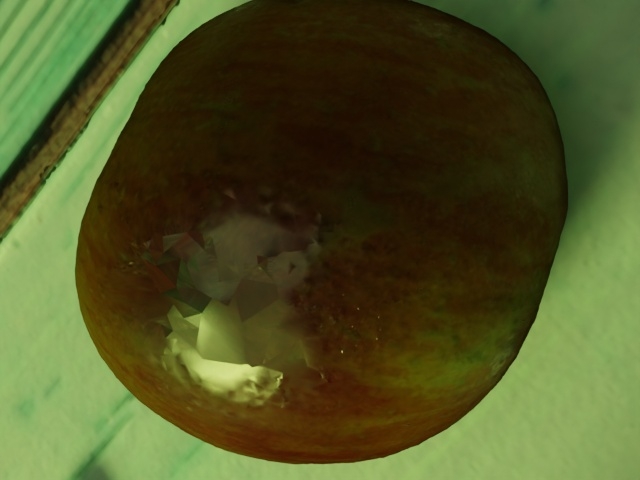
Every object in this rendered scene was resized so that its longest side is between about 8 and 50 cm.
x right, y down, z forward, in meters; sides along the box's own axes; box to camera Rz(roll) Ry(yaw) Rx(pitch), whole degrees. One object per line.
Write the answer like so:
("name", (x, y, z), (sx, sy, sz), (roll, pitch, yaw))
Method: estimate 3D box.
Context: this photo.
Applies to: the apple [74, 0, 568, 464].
("apple", (0.000, 0.000, 0.547), (0.173, 0.160, 0.195), (20, 117, 1))
